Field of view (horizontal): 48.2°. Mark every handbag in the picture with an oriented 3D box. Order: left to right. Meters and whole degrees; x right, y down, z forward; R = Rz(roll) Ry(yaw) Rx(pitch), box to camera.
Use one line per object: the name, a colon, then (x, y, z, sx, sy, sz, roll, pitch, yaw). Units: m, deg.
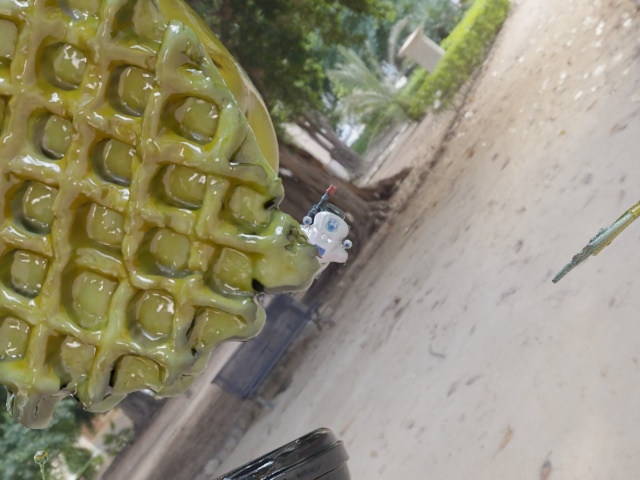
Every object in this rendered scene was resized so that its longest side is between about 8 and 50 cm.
handbag: (-0.099, 0.349, 0.954, 0.308, 0.093, 0.254, -34, -15, 32)

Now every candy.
candy: (-0.518, 0.433, 1.343, 0.025, 0.023, 0.083, -68, -27, -75)

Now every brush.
brush: (0.273, -0.040, 0.563, 0.218, 0.010, 0.082, -34, -17, -13)

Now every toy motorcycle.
toy motorcycle: (0.000, 0.000, 1.238, 0.150, 0.102, 0.221, -59, 3, 27)

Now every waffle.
waffle: (-0.127, -0.015, 0.358, 0.204, 0.223, 0.054, -29, 12, 3)

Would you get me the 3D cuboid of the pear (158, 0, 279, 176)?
pear: (-0.248, -0.114, 0.803, 0.362, 0.418, 0.362, -24, -62, -57)
